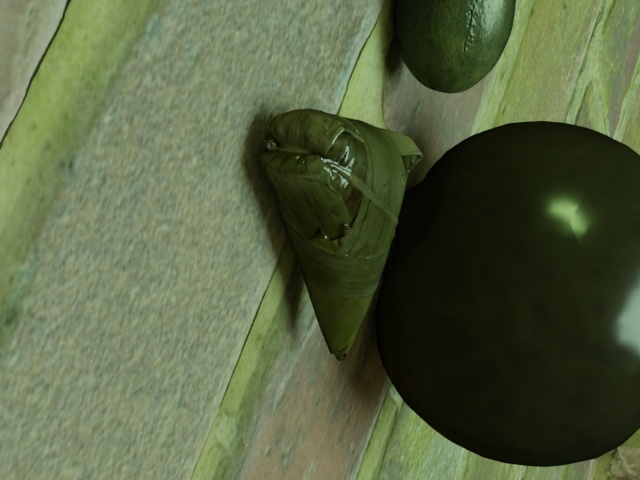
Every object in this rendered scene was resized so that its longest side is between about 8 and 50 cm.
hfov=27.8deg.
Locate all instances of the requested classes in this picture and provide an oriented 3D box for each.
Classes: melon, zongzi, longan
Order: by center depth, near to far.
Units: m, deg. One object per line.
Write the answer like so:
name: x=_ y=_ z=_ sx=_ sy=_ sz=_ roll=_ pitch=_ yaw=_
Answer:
zongzi: x=0.000 y=0.000 z=0.893 sx=0.160 sy=0.078 sz=0.176 roll=7 pitch=97 yaw=-63
melon: x=0.107 y=-0.182 z=1.031 sx=0.098 sy=0.098 sz=0.131 roll=-32 pitch=129 yaw=-61
longan: x=0.185 y=0.043 z=1.107 sx=0.297 sy=0.297 sz=0.297 roll=11 pitch=90 yaw=-68
